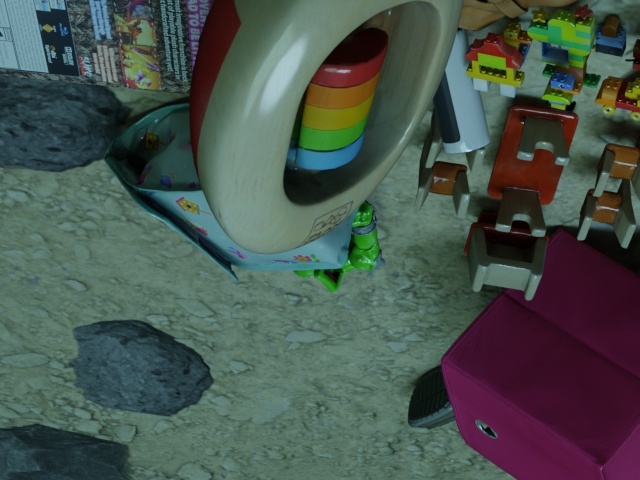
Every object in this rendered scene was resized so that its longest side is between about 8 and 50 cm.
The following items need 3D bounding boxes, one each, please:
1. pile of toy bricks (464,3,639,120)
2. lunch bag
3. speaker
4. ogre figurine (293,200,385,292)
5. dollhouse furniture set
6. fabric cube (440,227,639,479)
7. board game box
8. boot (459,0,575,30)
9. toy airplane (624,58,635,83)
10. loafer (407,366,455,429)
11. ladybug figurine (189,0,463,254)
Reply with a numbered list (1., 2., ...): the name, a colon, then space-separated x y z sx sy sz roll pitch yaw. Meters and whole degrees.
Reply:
1. pile of toy bricks: 0.269 -0.209 1.681 0.212 0.118 0.105 14 147 18
2. lunch bag: -0.115 -0.060 1.949 0.262 0.160 0.223 -4 150 38
3. speaker: 0.149 -0.168 1.752 0.055 0.055 0.136 -8 106 23
4. ogre figurine: 0.000 0.000 2.068 0.197 0.096 0.118 -20 127 20
5. dollhouse furniture set: 0.246 -0.063 1.923 0.262 0.135 0.259 9 136 -2
6. fabric cube: 0.348 0.193 2.048 0.258 0.259 0.254 34 160 31
7. board game box: -0.212 -0.283 1.640 0.291 0.141 0.232 6 147 3
8. boot: 0.156 -0.318 1.562 0.220 0.109 0.283 -19 145 41
9. toy airplane: 0.403 -0.168 1.778 0.151 0.028 0.151 18 158 8
10. loafer: 0.230 0.233 2.368 0.087 0.094 0.251 33 140 -26
11. ladybug figurine: -0.012 -0.169 1.564 0.162 0.305 0.449 45 141 24
